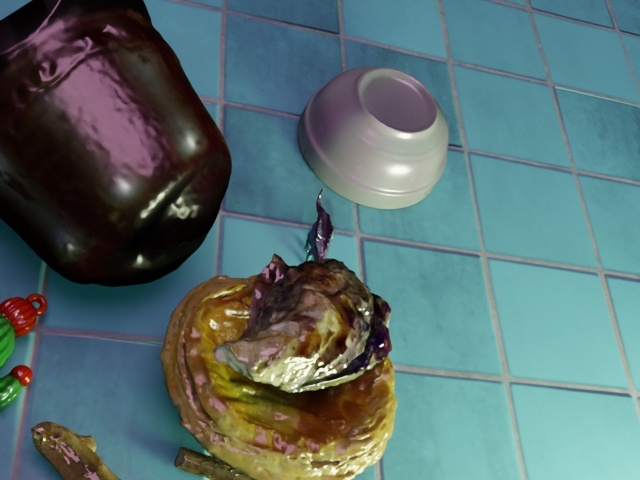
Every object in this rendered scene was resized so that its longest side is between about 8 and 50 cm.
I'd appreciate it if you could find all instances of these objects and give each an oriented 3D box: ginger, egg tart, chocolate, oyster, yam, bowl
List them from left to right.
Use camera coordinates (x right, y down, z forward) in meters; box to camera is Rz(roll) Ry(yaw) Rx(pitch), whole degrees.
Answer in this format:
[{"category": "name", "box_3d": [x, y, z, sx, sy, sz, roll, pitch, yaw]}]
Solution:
[{"category": "chocolate", "box_3d": [-0.303, -0.105, 1.181, 0.384, 0.383, 0.331, -28, 73, -34]}, {"category": "ginger", "box_3d": [-0.247, 0.357, 1.051, 0.148, 0.081, 0.333, -28, 66, -35]}, {"category": "yam", "box_3d": [-0.128, 0.320, 1.158, 0.145, 0.032, 0.032, 24, 51, -6]}, {"category": "egg tart", "box_3d": [-0.063, 0.201, 1.193, 0.352, 0.150, 0.352, 15, 50, -18]}, {"category": "oyster", "box_3d": [-0.007, 0.104, 1.142, 0.275, 0.100, 0.271, 14, 31, -16]}, {"category": "bowl", "box_3d": [0.115, -0.212, 1.557, 0.287, 0.144, 0.287, 11, 53, -16]}]

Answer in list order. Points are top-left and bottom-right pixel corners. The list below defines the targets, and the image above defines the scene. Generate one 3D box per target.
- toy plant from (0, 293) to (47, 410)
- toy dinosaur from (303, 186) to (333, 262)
[{"category": "toy plant", "box_3d": [-0.459, 0.157, 1.105, 0.240, 0.088, 0.154, -7, 72, -39]}, {"category": "toy dinosaur", "box_3d": [0.000, 0.000, 1.401, 0.045, 0.080, 0.197, 11, 54, -12]}]
